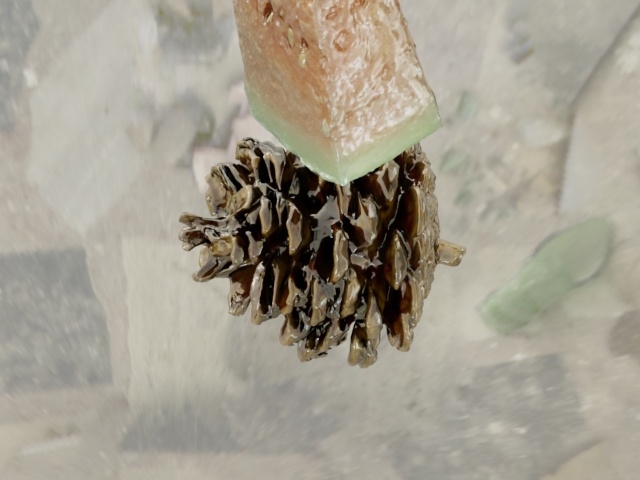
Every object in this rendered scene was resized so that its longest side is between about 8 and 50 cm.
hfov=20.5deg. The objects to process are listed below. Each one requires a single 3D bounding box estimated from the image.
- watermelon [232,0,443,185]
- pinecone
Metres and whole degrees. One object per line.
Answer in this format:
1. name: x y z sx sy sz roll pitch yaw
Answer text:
1. watermelon: -0.004 -0.202 1.412 0.140 0.256 0.193 -30 51 -17
2. pinecone: 0.007 -0.011 1.664 0.257 0.243 0.243 30 79 -21
